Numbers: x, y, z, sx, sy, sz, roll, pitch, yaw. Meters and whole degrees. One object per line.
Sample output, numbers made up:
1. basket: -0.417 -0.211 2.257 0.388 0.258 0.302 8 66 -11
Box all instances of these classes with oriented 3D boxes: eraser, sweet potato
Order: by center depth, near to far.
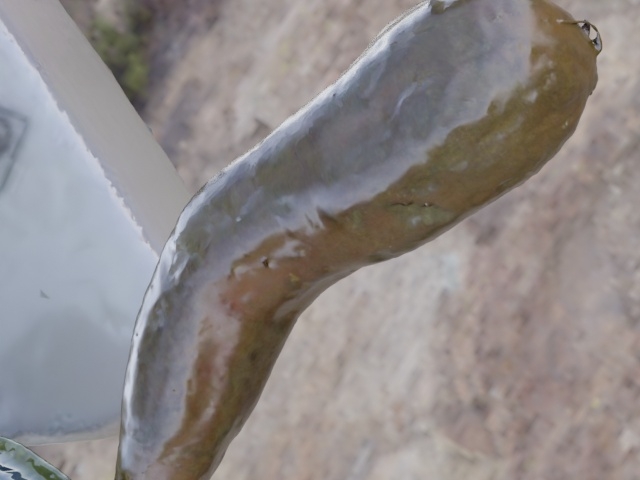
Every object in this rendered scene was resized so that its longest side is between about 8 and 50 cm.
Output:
1. sweet potato: -0.003 -0.003 0.652 0.233 0.062 0.081 -46 41 20
2. eraser: -0.217 -0.042 1.011 0.331 0.331 0.150 -54 -9 6

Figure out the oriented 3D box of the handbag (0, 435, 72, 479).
1. handbag: -0.176 0.224 0.755 0.222 0.241 0.263 24 52 38
